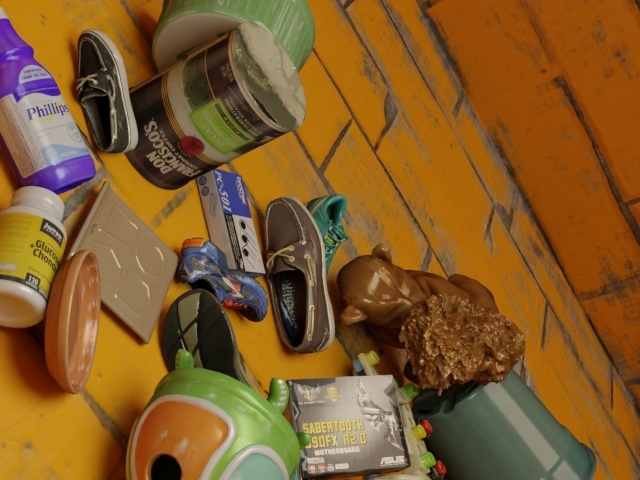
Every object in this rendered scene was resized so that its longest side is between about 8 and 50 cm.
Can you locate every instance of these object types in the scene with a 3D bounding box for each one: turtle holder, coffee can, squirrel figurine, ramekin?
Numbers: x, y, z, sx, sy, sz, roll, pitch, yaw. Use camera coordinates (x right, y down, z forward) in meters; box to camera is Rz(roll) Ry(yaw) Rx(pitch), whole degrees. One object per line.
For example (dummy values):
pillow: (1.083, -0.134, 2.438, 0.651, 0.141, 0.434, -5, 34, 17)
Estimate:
turtle holder: (-0.167, 0.338, 1.333, 0.243, 0.320, 0.227, 26, 51, 3)
coffee can: (-0.193, -0.232, 1.603, 0.201, 0.275, 0.202, 39, 39, -41)
squirrel figurine: (0.224, 0.159, 1.952, 0.370, 0.281, 0.397, 35, -3, -31)
ramekin: (-0.171, -0.371, 1.730, 0.303, 0.303, 0.148, 47, 42, -34)

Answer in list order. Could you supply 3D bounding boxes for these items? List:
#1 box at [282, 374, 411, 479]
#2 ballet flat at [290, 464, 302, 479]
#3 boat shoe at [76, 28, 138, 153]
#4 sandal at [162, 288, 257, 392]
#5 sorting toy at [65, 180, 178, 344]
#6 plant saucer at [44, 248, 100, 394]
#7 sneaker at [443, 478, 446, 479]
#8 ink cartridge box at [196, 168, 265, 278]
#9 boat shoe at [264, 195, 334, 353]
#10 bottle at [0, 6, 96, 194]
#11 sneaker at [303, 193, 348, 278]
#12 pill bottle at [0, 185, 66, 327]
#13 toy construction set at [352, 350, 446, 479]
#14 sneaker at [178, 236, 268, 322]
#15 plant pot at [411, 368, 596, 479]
box: (0.045, 0.351, 1.719, 0.231, 0.056, 0.183, 2, 65, -27)
ballet flat: (-0.062, 0.442, 1.580, 0.074, 0.074, 0.203, 39, 33, -42)
boat shoe: (-0.367, -0.252, 1.526, 0.070, 0.077, 0.219, -13, 83, -63)
sandal: (-0.171, 0.226, 1.517, 0.086, 0.120, 0.303, -109, 176, -85)
sorting toy: (-0.316, 0.036, 1.459, 0.208, 0.038, 0.193, 54, 31, -32)
plant saucer: (-0.341, 0.111, 1.259, 0.200, 0.037, 0.200, -175, -90, -87)
sneaker: (0.230, 0.565, 1.922, 0.286, 0.130, 0.109, -13, 79, -63)
ink cartridge box: (-0.171, -0.029, 1.739, 0.097, 0.046, 0.207, 11, 60, -59)
boat shoe: (-0.055, 0.064, 1.807, 0.096, 0.116, 0.324, 5, 72, -62)
bottle: (-0.438, -0.202, 1.351, 0.118, 0.092, 0.283, -30, 97, -61)
sneaker: (0.000, 0.000, 1.948, 0.107, 0.110, 0.275, 46, 36, -35)
pill bottle: (-0.404, 0.018, 1.240, 0.103, 0.103, 0.184, 42, 38, -39)
toy construction set: (0.143, 0.405, 1.860, 0.215, 0.151, 0.328, 41, 38, -40)
sneaker: (-0.179, 0.088, 1.626, 0.221, 0.083, 0.087, 43, 53, -34)
plant pot: (0.403, 0.458, 2.119, 0.334, 0.341, 0.341, 55, 30, -8)
